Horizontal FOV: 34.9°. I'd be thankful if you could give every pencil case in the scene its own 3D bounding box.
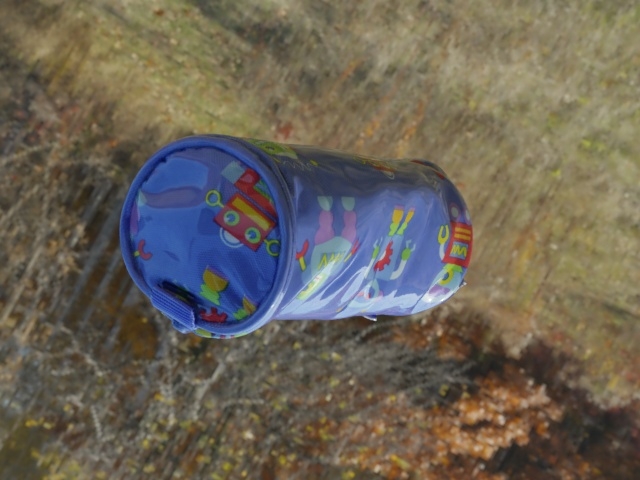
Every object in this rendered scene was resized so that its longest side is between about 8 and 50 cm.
[{"bbox_3d":[0.000,0.000,0.695,0.119,0.133,0.306,26,-167,27],"label":"pencil case"}]
